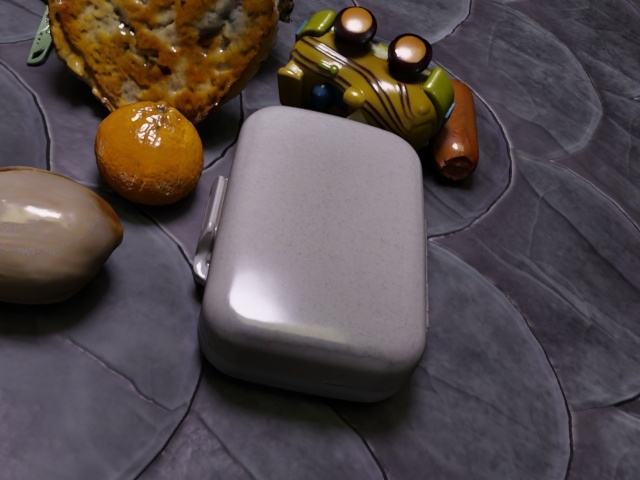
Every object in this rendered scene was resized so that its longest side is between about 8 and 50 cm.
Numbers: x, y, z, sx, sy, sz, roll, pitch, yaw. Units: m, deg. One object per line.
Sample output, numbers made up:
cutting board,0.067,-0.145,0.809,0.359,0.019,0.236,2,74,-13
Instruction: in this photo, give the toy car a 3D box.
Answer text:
toy car,0.056,-0.204,1.023,0.248,0.200,0.142,30,73,11

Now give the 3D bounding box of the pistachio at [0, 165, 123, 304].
pistachio,-0.318,-0.007,0.758,0.215,0.144,0.144,4,51,-19

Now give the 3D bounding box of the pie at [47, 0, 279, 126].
pie,-0.197,-0.293,0.923,0.315,0.315,0.092,20,27,-3

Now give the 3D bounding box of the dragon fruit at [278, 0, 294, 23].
dragon fruit,-0.174,-0.404,1.044,0.299,0.244,0.244,55,45,-22

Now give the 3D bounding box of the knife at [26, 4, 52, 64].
knife,-0.380,-0.337,1.046,0.030,0.014,0.207,12,67,1

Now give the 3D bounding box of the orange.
orange,-0.210,-0.110,0.891,0.135,0.117,0.135,5,50,-6

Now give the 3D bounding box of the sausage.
sausage,0.203,-0.175,1.111,0.076,0.076,0.197,14,50,-8

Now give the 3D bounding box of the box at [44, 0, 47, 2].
box,-0.398,-0.433,1.142,0.279,0.041,0.153,40,52,14

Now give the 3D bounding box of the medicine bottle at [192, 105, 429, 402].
medicine bottle,0.000,0.000,0.868,0.282,0.123,0.375,12,50,-7
